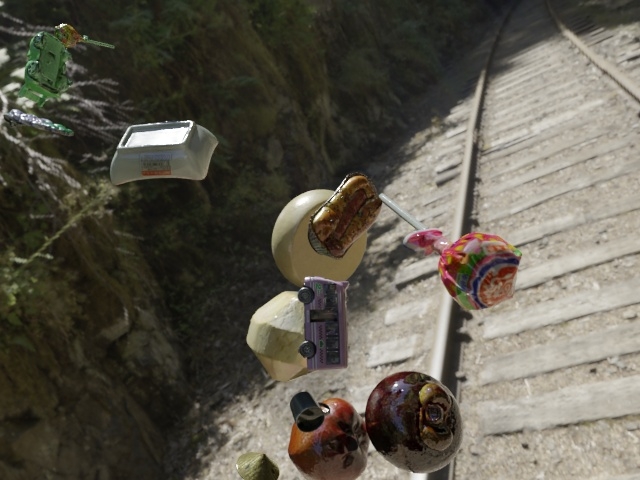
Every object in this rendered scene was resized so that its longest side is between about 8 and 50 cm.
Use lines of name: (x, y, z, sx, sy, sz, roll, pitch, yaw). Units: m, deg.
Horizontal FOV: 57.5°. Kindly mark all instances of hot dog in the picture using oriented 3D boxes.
hot dog: (0.048, -0.044, 1.082, 0.059, 0.108, 0.191, -8, 33, 49)

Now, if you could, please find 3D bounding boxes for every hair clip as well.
hair clip: (-0.848, -0.343, 1.754, 0.195, 0.052, 0.124, 13, 19, -21)

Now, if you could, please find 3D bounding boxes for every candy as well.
candy: (-0.644, -0.551, 1.608, 0.060, 0.060, 0.201, -20, -1, 26)
candy: (0.196, -0.007, 1.005, 0.124, 0.124, 0.365, -30, 37, -9)

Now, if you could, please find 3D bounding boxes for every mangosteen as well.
mangosteen: (0.281, 0.518, 1.702, 0.293, 0.297, 0.297, -60, 1, 26)

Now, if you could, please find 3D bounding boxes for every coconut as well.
coconut: (-0.076, 0.271, 1.624, 0.259, 0.259, 0.259, -26, 15, 7)

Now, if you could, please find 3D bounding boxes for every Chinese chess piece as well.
Chinese chess piece: (0.000, 0.000, 1.527, 0.273, 0.273, 0.102, -34, 33, -23)

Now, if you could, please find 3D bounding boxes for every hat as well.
hat: (-0.190, 0.703, 1.854, 0.146, 0.146, 0.067, -90, 19, -70)

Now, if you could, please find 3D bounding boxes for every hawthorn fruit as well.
hawthorn fruit: (0.030, 0.692, 1.999, 0.295, 0.295, 0.311, -33, 0, -20)

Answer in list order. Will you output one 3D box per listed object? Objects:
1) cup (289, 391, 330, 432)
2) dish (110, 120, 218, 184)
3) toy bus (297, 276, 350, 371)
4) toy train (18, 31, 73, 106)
cup: (-0.026, 0.438, 1.507, 0.100, 0.078, 0.077, -4, 22, -18)
dish: (-0.338, -0.195, 1.234, 0.212, 0.077, 0.151, -2, 42, 9)
toy bus: (0.010, 0.176, 1.244, 0.108, 0.199, 0.096, -2, -8, 4)
toy train: (-0.623, -0.387, 1.313, 0.081, 0.149, 0.099, -6, -12, 23)
